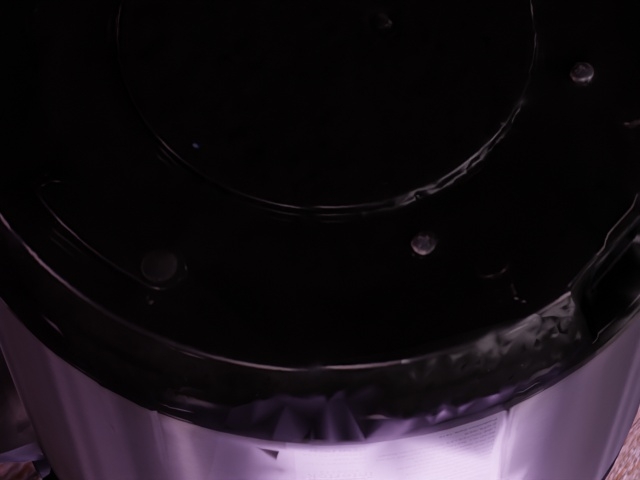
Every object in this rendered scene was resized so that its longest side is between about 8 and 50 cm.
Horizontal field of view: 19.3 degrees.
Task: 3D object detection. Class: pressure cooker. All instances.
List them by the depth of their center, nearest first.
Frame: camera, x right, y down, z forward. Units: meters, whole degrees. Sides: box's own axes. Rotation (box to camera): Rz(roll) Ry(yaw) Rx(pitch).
[{"bbox_3d":[0.000,0.006,0.993,0.375,0.370,0.420,-58,164,-24],"label":"pressure cooker"}]

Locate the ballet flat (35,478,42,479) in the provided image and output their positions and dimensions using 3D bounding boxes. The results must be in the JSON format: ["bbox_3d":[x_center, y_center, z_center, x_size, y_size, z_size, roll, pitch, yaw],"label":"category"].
[{"bbox_3d":[-0.148,0.213,1.189,0.400,0.139,0.139,-25,133,-49],"label":"ballet flat"}]
